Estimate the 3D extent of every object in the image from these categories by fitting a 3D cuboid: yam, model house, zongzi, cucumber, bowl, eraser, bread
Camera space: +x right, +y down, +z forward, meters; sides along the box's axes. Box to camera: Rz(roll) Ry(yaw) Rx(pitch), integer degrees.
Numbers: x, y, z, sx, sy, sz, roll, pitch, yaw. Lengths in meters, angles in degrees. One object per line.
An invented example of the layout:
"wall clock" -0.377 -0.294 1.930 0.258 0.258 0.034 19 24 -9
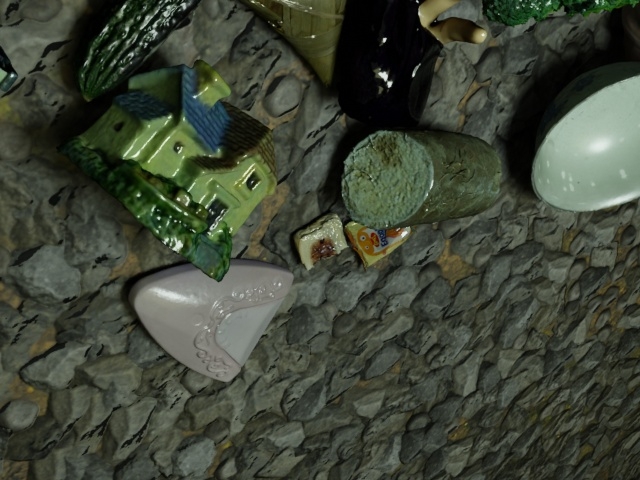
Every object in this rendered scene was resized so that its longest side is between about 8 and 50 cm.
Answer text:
"yam" 0.165 -0.094 1.114 0.254 0.154 0.154 -5 120 -41
"model house" -0.151 -0.094 0.863 0.189 0.195 0.214 -52 146 -7
"zongzi" -0.043 -0.268 0.924 0.160 0.078 0.176 -8 130 -25
"cucumber" -0.183 -0.265 0.820 0.265 0.077 0.077 -44 134 1
"bowl" 0.484 -0.204 1.266 0.313 0.146 0.313 -9 142 -7
"eraser" -0.167 0.108 1.074 0.243 0.059 0.204 22 103 -46
"bread" 0.000 0.000 1.145 0.083 0.035 0.070 -26 129 -16

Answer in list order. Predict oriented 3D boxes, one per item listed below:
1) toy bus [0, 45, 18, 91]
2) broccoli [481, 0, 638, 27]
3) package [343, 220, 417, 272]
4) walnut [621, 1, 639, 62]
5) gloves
"toy bus" -0.429 -0.191 0.645 0.165 0.133 0.276 -50 135 4
"broccoli" 0.322 -0.408 1.022 0.253 0.269 0.269 1 127 13
"package" 0.099 -0.019 1.206 0.120 0.031 0.108 -38 131 -9
"walnut" 0.629 -0.374 1.235 0.248 0.248 0.249 -18 126 -26
"gloves" 0.112 -0.284 0.958 0.197 0.152 0.301 -10 148 -46
